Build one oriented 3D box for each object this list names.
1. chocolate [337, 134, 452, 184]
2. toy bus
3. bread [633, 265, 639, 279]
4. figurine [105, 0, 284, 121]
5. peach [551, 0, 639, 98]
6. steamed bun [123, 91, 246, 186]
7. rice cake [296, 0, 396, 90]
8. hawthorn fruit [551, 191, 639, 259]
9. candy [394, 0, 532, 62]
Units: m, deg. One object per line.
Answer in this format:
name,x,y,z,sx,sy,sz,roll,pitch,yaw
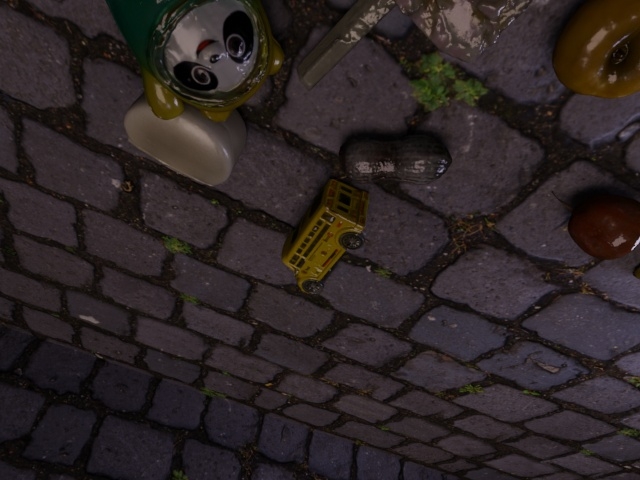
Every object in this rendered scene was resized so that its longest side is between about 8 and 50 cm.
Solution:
chocolate,0.158,-0.175,0.885,0.247,0.110,0.110,-1,136,11
toy bus,0.000,0.000,1.083,0.151,0.144,0.330,25,135,-13
bread,0.886,0.054,0.966,0.160,0.088,0.233,2,139,5
figurine,-0.225,-0.377,0.691,0.323,0.232,0.340,-36,129,8
peach,0.477,-0.316,0.658,0.179,0.103,0.179,6,134,6
steamed bun,-0.282,-0.244,0.887,0.241,0.147,0.164,30,139,-18
rice cake,0.051,-0.373,0.733,0.052,0.057,0.256,13,146,-41
hawthorn fruit,0.615,-0.029,0.902,0.188,0.149,0.149,5,137,8
candy,0.197,-0.391,0.589,0.184,0.195,0.137,29,141,-23
